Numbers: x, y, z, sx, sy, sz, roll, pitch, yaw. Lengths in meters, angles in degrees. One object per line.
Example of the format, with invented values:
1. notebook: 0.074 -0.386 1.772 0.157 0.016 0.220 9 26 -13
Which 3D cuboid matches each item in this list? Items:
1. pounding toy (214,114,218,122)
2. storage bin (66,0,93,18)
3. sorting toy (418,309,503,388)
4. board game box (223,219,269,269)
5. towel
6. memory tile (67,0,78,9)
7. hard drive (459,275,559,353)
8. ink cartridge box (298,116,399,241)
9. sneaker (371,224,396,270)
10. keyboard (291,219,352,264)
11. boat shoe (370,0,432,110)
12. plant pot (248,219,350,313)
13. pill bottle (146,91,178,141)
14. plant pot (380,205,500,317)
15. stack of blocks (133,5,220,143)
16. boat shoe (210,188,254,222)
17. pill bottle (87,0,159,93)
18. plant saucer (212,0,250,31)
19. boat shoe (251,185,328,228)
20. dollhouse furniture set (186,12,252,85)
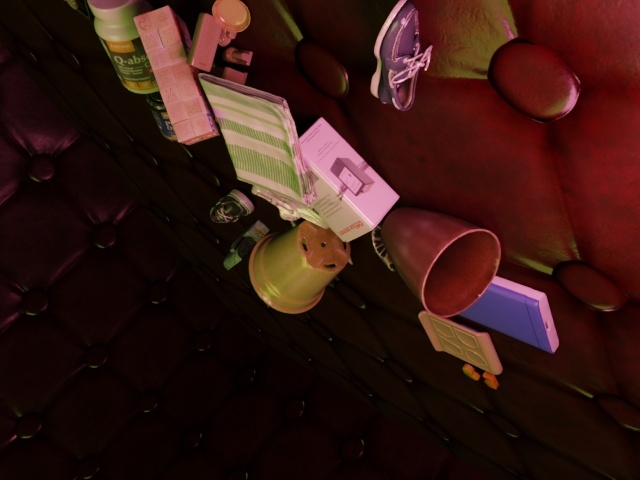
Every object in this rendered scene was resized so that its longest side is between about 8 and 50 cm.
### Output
1. pounding toy: -0.199 -0.268 1.638 0.236 0.110 0.183 32 179 -2
2. storage bin: -0.648 -0.707 1.693 0.122 0.084 0.180 40 161 5
3. sorting toy: 0.439 0.329 1.903 0.229 0.041 0.307 16 148 42
4. board game box: -0.280 0.004 2.392 0.060 0.194 0.194 44 146 -8
5. towel: -0.142 -0.223 1.454 0.247 0.038 0.325 23 152 27
6. memory tile: -0.710 -0.696 1.686 0.148 0.012 0.113 42 160 2
7. hard drive: 0.419 0.153 1.559 0.318 0.040 0.210 21 152 44
8. ink cartridge box: 0.033 -0.142 1.554 0.273 0.115 0.198 45 160 -6
9. sneaker: 0.168 0.020 1.718 0.071 0.068 0.170 31 159 42
10. keyboard: 0.000 0.000 2.060 0.256 0.014 0.072 33 158 25
11. boat shoe: 0.137 -0.302 1.059 0.079 0.095 0.254 39 161 13
12. plant pot: -0.047 0.056 1.926 0.276 0.276 0.254 44 143 -6
13. pill bottle: -0.450 -0.407 1.889 0.122 0.123 0.219 34 159 21
14. plant pot: 0.243 0.021 1.415 0.230 0.215 0.215 42 166 47
15. stack of blocks: -0.334 -0.385 1.510 0.171 0.087 0.298 -86 -23 -84
16. boat shoe: -0.338 -0.113 2.320 0.108 0.102 0.301 48 159 -18
17. pill bottle: -0.493 -0.535 1.649 0.162 0.162 0.278 33 159 23
18. plant saucer: -0.190 -0.489 1.354 0.083 0.015 0.083 7 141 6
19. boat shoe: -0.080 -0.102 1.818 0.277 0.096 0.098 35 -159 16
20. dollhouse furniture set: -0.258 -0.431 1.453 0.123 0.144 0.151 24 -170 42
